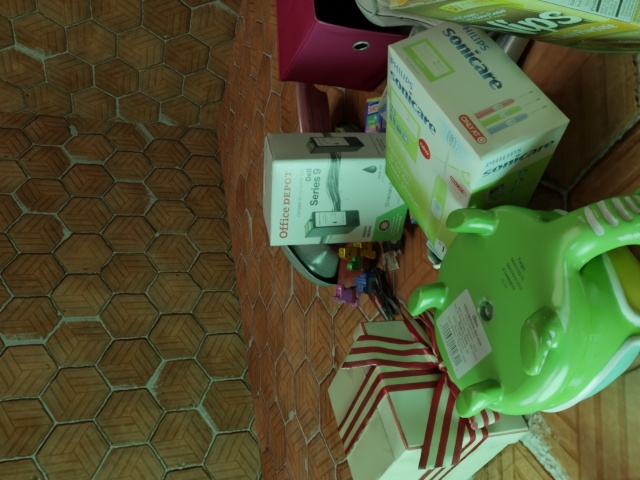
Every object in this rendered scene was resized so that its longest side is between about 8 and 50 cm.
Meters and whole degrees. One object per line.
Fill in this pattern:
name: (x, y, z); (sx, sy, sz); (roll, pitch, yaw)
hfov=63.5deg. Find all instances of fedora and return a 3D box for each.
fedora: (0.000, 0.000, 1.424); (0.124, 0.244, 0.275); (-44, 9, 19)

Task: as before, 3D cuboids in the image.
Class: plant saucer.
plant saucer: (-0.007, -0.277, 1.441); (0.332, 0.084, 0.331); (-6, -90, -88)

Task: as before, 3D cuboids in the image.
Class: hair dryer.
hair dryer: (0.107, 0.100, 1.267); (0.293, 0.080, 0.223); (170, 99, -69)

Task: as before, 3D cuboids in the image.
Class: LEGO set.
LEGO set: (0.070, 0.047, 1.180); (0.087, 0.093, 0.227); (5, 96, 54)

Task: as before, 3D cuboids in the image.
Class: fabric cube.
fabric cube: (0.051, -0.520, 1.179); (0.258, 0.254, 0.258); (151, 117, -66)

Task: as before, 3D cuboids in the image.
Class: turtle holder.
turtle holder: (0.274, 0.055, 0.625); (0.243, 0.228, 0.320); (-128, 44, -60)

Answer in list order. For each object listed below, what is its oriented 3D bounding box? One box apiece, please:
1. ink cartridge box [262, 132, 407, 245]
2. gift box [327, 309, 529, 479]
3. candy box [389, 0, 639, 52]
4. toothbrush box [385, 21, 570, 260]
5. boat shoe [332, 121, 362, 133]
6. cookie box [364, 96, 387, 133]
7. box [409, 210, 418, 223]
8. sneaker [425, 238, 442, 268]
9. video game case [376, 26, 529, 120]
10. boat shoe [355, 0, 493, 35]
ink cartridge box: (0.031, -0.106, 1.075); (0.121, 0.289, 0.211); (-106, 17, -50)
gift box: (0.157, 0.286, 0.880); (0.258, 0.277, 0.255); (112, 145, -41)
candy box: (0.257, -0.266, 0.550); (0.183, 0.317, 0.087); (-137, 52, -63)
toothbrush box: (0.190, -0.123, 0.722); (0.283, 0.122, 0.206); (81, 162, -62)
boat shoe: (0.072, -0.275, 1.377); (0.223, 0.074, 0.080); (-95, -5, -78)
cookie box: (0.142, -0.285, 1.236); (0.092, 0.040, 0.107); (-153, 66, -68)
box: (0.212, -0.133, 1.050); (0.105, 0.043, 0.179); (138, 130, -62)
sneaker: (0.241, 0.039, 0.851); (0.111, 0.129, 0.297); (116, 146, -47)
video game case: (0.232, -0.322, 0.948); (0.328, 0.036, 0.300); (-66, 30, 31)
boat shoe: (0.145, -0.446, 0.870); (0.136, 0.156, 0.367); (-42, 42, 4)
